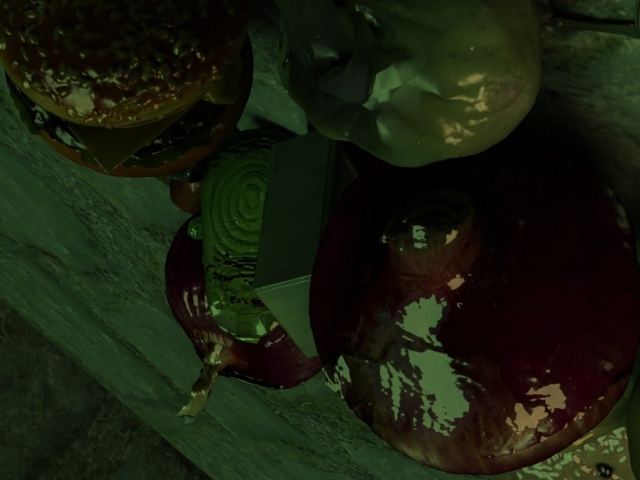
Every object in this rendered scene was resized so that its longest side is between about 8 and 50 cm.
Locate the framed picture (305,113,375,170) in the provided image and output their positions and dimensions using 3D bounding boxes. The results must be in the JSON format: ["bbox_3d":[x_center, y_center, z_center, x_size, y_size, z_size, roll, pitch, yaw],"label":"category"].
[{"bbox_3d":[0.088,-0.042,1.601,0.232,0.019,0.296,29,158,16],"label":"framed picture"}]

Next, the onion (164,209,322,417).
[{"bbox_3d":[-0.082,0.067,1.793,0.256,0.273,0.230,-4,149,-2],"label":"onion"}]

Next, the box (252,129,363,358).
[{"bbox_3d":[0.000,0.000,1.476,0.086,0.225,0.129,-15,135,22],"label":"box"}]

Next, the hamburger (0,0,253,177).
[{"bbox_3d":[-0.204,-0.217,1.336,0.291,0.291,0.225,32,162,9],"label":"hamburger"}]

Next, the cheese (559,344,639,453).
[{"bbox_3d":[0.264,0.124,1.436,0.235,0.218,0.117,2,159,18],"label":"cheese"}]

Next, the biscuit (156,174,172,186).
[{"bbox_3d":[-0.249,-0.158,1.839,0.131,0.026,0.237,28,156,13],"label":"biscuit"}]

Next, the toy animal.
[{"bbox_3d":[0.300,0.245,1.653,0.358,0.188,0.226,7,139,51],"label":"toy animal"}]

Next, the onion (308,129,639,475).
[{"bbox_3d":[0.136,0.035,1.229,0.347,0.348,0.385,25,170,23],"label":"onion"}]

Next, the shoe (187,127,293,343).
[{"bbox_3d":[-0.092,-0.006,1.626,0.140,0.262,0.128,3,170,-9],"label":"shoe"}]

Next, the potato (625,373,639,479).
[{"bbox_3d":[0.435,0.176,1.276,0.243,0.221,0.326,42,160,5],"label":"potato"}]

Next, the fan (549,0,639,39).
[{"bbox_3d":[0.285,-0.169,1.077,0.220,0.009,0.132,15,148,39],"label":"fan"}]

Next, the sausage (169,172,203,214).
[{"bbox_3d":[-0.169,-0.083,1.809,0.076,0.076,0.141,36,153,-2],"label":"sausage"}]

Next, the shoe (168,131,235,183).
[{"bbox_3d":[-0.210,-0.154,1.663,0.099,0.125,0.227,9,147,53],"label":"shoe"}]

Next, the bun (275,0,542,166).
[{"bbox_3d":[0.060,-0.181,1.111,0.272,0.168,0.273,24,128,34],"label":"bun"}]
